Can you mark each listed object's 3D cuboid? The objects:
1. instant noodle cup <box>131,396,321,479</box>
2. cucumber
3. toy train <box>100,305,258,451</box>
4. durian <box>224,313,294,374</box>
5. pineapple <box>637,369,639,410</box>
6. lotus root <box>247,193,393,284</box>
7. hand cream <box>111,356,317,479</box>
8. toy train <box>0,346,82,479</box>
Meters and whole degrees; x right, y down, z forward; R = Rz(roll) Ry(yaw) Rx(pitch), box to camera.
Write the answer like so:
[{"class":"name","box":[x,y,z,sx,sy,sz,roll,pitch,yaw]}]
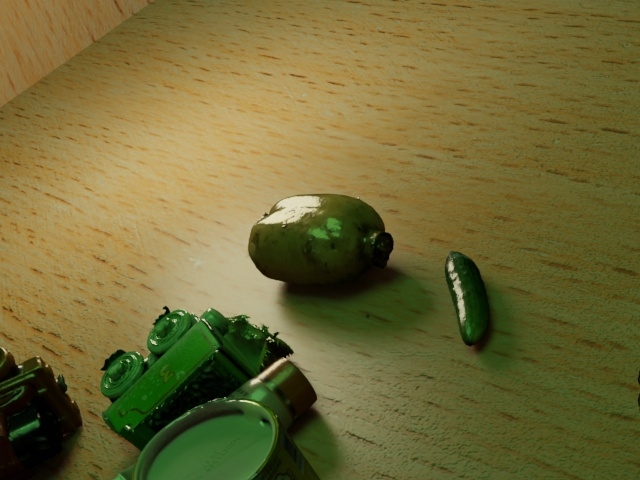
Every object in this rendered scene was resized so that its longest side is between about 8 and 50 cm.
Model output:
[{"class":"instant noodle cup","box":[-0.112,0.345,1.818,0.264,0.200,0.264,-18,32,12]},{"class":"cucumber","box":[0.222,0.078,2.137,0.056,0.056,0.250,-20,33,9]},{"class":"toy train","box":[-0.221,0.218,2.142,0.243,0.132,0.188,-43,34,0]},{"class":"durian","box":[-0.103,0.166,2.188,0.086,0.100,0.215,-43,25,-22]},{"class":"pineapple","box":[0.544,0.179,1.613,0.262,0.262,0.271,-36,44,-19]},{"class":"lotus root","box":[0.000,0.000,2.335,0.284,0.146,0.160,7,60,38]},{"class":"hand cream","box":[-0.142,0.298,2.025,0.314,0.089,0.139,-35,59,-19]},{"class":"toy train","box":[-0.563,0.326,2.224,0.369,0.163,0.232,-24,43,1]}]
